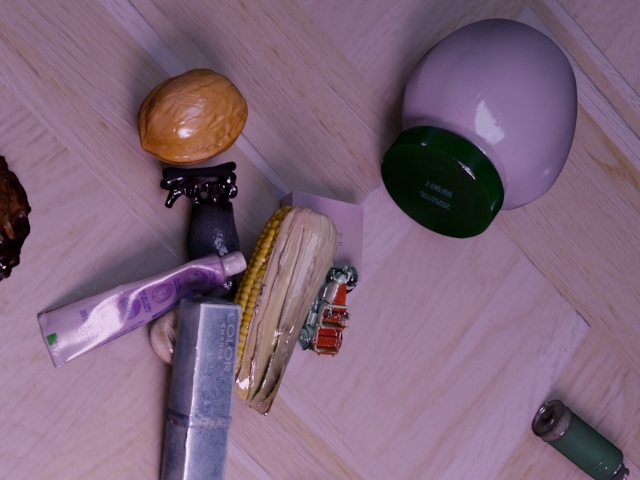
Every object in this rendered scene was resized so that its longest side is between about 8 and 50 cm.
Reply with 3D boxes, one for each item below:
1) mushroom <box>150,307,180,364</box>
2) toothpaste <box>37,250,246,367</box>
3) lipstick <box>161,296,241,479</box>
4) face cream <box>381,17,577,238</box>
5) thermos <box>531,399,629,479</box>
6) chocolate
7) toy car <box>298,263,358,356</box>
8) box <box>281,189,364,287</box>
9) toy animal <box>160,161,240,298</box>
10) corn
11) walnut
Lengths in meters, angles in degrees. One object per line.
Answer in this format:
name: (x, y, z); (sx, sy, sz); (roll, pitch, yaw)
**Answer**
mushroom: (-0.204, 0.138, 1.581); (0.084, 0.067, 0.083); (13, 57, -20)
toothpaste: (-0.246, 0.084, 1.553); (0.301, 0.048, 0.075); (-22, 114, -14)
lipstick: (-0.165, 0.222, 1.523); (0.077, 0.076, 0.289); (6, 90, -34)
face cream: (0.280, -0.196, 1.873); (0.312, 0.219, 0.357); (45, 59, -11)
thermos: (0.453, 0.356, 1.894); (0.188, 0.083, 0.073); (39, 81, -16)
chocolate: (-0.465, -0.053, 1.429); (0.224, 0.177, 0.206); (41, 59, -14)
toy car: (0.015, 0.106, 1.696); (0.073, 0.054, 0.143); (9, 102, -29)
box: (0.000, 0.000, 1.751); (0.129, 0.051, 0.130); (12, 69, -26)
toy animal: (-0.169, -0.010, 1.657); (0.121, 0.117, 0.210); (-5, 99, 5)
corn: (-0.065, 0.098, 1.609); (0.122, 0.123, 0.305); (25, 83, -46)
walnut: (-0.194, -0.183, 1.641); (0.180, 0.144, 0.144); (-30, 91, -29)
